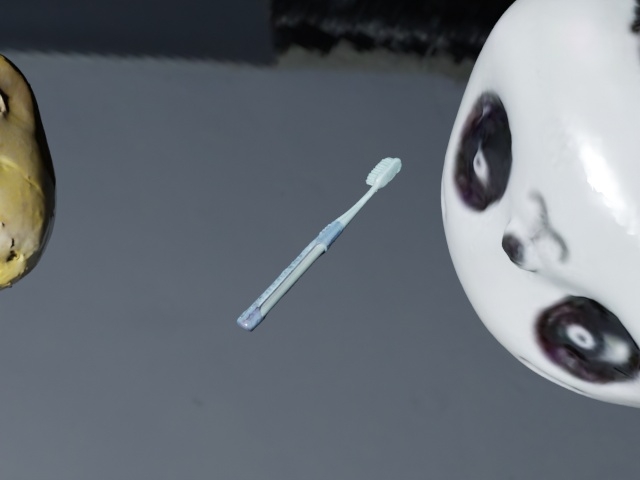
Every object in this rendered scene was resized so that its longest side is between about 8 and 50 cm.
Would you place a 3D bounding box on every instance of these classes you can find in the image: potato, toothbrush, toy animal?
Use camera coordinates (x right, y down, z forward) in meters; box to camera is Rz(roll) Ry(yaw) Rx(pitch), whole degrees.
[{"bbox_3d":[-0.297,-0.060,1.362,0.146,0.150,0.234,-23,56,10],"label":"potato"},{"bbox_3d":[0.000,0.000,1.506,0.019,0.016,0.219,18,58,45],"label":"toothbrush"},{"bbox_3d":[0.157,-0.033,0.673,0.165,0.235,0.187,-6,69,-59],"label":"toy animal"}]
